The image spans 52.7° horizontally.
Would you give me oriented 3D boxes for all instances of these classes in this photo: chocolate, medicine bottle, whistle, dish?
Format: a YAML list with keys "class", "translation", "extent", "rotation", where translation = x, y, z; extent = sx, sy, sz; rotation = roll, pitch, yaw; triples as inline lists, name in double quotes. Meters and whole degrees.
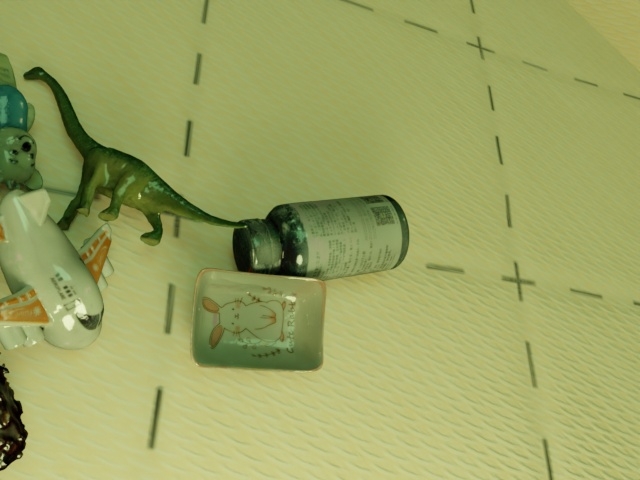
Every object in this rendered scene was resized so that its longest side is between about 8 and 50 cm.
- class: "chocolate"
  translation: [-0.424, 0.226, 0.810]
  extent: [0.133, 0.156, 0.156]
  rotation: [45, 52, -13]
- class: "medicine bottle"
  translation: [0.000, 0.000, 1.118]
  extent: [0.293, 0.141, 0.141]
  rotation: [-7, 64, -28]
- class: "whistle"
  translation: [-0.496, -0.191, 1.024]
  extent: [0.114, 0.077, 0.235]
  rotation: [10, 66, -61]
- class: "dish"
  translation: [-0.102, 0.129, 1.023]
  extent: [0.212, 0.077, 0.151]
  rotation: [7, 79, -20]

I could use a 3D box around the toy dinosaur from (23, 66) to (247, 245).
- class: "toy dinosaur"
  translation: [-0.323, -0.143, 1.085]
  extent: [0.447, 0.087, 0.301]
  rotation: [11, 53, -4]

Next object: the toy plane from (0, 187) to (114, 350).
- class: "toy plane"
  translation: [-0.372, 0.043, 0.897]
  extent: [0.245, 0.117, 0.244]
  rotation: [37, 48, -55]
